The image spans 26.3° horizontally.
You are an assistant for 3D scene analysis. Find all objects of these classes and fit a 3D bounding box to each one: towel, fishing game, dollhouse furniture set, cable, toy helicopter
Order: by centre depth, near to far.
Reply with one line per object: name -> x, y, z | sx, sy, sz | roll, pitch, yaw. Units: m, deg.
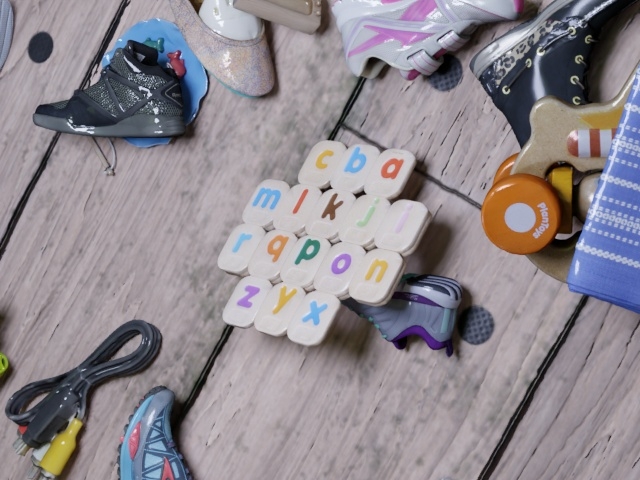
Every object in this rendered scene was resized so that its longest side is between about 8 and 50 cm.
towel -> 0.402, -0.074, 1.368 | 0.243, 0.040, 0.336 | 17, 96, -10
toy helicopter -> 0.336, -0.106, 1.418 | 0.235, 0.140, 0.355 | 28, 110, 4
dollhouse furniture set -> -0.043, -0.376, 1.744 | 0.123, 0.144, 0.151 | -43, 37, 52
fishing game -> -0.242, -0.220, 1.907 | 0.264, 0.041, 0.189 | -40, 67, 19
cable -> -0.335, 0.210, 1.916 | 0.287, 0.072, 0.139 | -45, 49, 3

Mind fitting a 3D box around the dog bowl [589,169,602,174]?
dog bowl -> 0.436, -0.069, 1.505 | 0.264, 0.104, 0.265 | -3, 83, 27

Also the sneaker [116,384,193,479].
sneaker -> -0.200, 0.324, 1.810 | 0.125, 0.104, 0.262 | 7, 92, 10

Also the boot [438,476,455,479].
boot -> 0.175, 0.380, 1.620 | 0.086, 0.069, 0.190 | -48, 58, 22

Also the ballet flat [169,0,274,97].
ballet flat -> -0.150, -0.331, 1.821 | 0.316, 0.107, 0.106 | 55, 142, 20

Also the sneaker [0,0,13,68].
sneaker -> -0.540, -0.251, 2.031 | 0.091, 0.094, 0.258 | 27, 98, 22

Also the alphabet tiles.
alphabet tiles -> 0.000, 0.000, 1.699 | 0.284, 0.021, 0.278 | 10, 66, 42

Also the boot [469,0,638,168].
boot -> 0.306, -0.190, 1.597 | 0.236, 0.085, 0.179 | -30, 74, 28

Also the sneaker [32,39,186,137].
sneaker -> -0.288, -0.203, 1.865 | 0.227, 0.087, 0.130 | 0, 91, 25

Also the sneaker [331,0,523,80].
sneaker -> 0.134, -0.256, 1.690 | 0.252, 0.103, 0.111 | -6, 86, 33

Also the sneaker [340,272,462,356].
sneaker -> 0.066, 0.083, 1.695 | 0.223, 0.083, 0.098 | 11, 104, 33

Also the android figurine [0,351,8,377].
android figurine -> -0.570, 0.140, 1.975 | 0.248, 0.056, 0.273 | 38, 125, 2
